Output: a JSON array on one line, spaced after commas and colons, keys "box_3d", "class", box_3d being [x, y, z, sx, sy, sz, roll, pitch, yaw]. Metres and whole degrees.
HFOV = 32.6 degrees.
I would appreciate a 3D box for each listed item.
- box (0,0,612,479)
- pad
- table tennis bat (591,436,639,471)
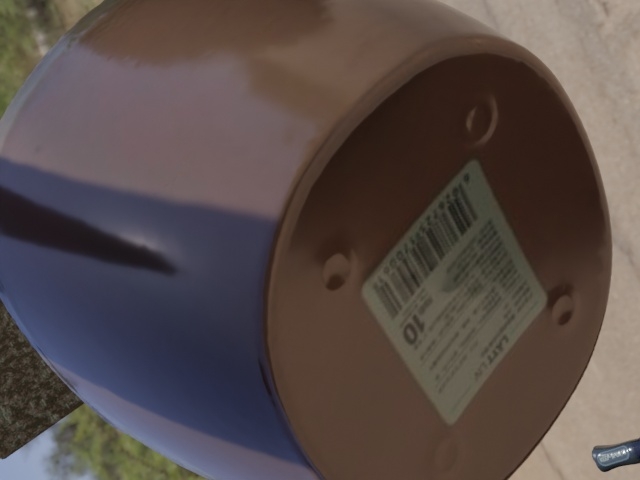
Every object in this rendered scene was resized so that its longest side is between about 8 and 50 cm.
[{"box_3d": [0.000, 0.000, 0.585, 0.216, 0.301, 0.301, 17, 131, 49], "class": "box"}, {"box_3d": [-0.200, 0.054, 0.896, 0.158, 0.235, 0.003, 45, 160, 26], "class": "pad"}, {"box_3d": [0.391, 0.223, 1.206, 0.236, 0.027, 0.150, -32, 81, 54], "class": "table tennis bat"}]
